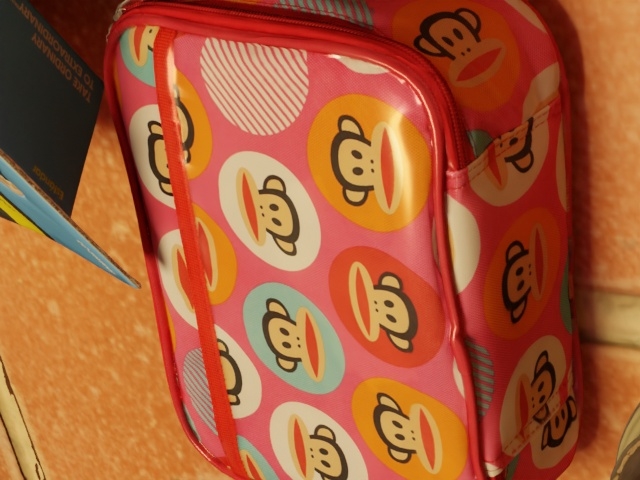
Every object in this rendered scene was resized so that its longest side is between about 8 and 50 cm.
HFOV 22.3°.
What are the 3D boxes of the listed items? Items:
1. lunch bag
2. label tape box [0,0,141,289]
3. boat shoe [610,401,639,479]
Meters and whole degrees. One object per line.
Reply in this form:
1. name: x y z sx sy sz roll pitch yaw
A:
1. lunch bag: 0.000 0.000 0.836 0.258 0.120 0.293 15 126 38
2. label tape box: -0.236 -0.122 0.858 0.334 0.106 0.240 21 162 36
3. boat shoe: 0.278 0.102 0.593 0.355 0.130 0.132 -11 101 24
